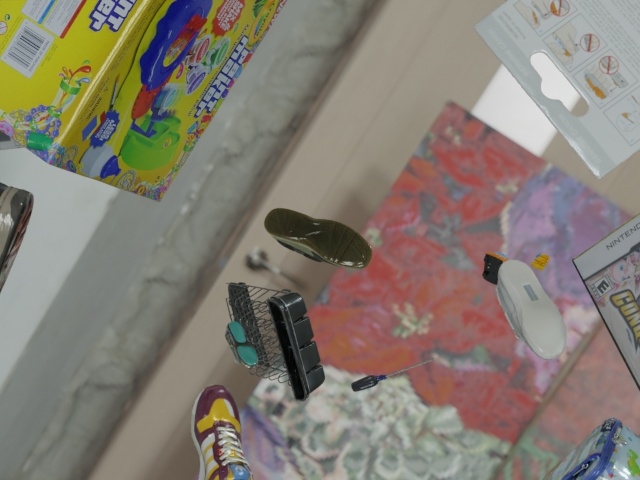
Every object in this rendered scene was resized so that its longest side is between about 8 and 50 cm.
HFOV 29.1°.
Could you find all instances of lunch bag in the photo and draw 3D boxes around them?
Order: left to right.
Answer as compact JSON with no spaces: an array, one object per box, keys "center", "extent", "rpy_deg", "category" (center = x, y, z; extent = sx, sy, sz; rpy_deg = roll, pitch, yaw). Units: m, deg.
[{"center":[0.383,0.372,1.811],"extent":[0.090,0.219,0.176],"rpy_deg":[41,34,4],"category":"lunch bag"}]

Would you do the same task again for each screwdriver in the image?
[{"center":[0.139,0.257,2.351],"extent":[0.024,0.170,0.025],"rpy_deg":[-36,110,-79],"category":"screwdriver"}]

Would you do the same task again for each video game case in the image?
[{"center":[0.510,0.076,1.722],"extent":[0.035,0.248,0.274],"rpy_deg":[8,51,-48],"category":"video game case"}]

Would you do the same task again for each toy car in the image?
[{"center":[0.310,0.043,1.931],"extent":[0.122,0.060,0.040],"rpy_deg":[8,37,39],"category":"toy car"}]

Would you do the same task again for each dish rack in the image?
[{"center":[-0.104,0.182,2.359],"extent":[0.074,0.208,0.272],"rpy_deg":[-25,19,-33],"category":"dish rack"}]

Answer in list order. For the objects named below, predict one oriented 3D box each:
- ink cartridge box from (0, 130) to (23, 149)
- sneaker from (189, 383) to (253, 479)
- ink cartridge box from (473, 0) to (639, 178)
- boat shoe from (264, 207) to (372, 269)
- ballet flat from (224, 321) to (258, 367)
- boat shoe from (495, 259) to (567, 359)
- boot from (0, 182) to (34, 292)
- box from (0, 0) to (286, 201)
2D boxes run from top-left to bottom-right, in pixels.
[{"center":[-0.515,-0.183,2.085],"extent":[0.189,0.066,0.232],"rpy_deg":[-9,4,-19],"category":"ink cartridge box"},{"center":[-0.115,0.270,1.530],"extent":[0.070,0.185,0.084],"rpy_deg":[3,-10,-35],"category":"sneaker"},{"center":[0.471,-0.305,1.856],"extent":[0.308,0.385,0.091],"rpy_deg":[53,-4,13],"category":"ink cartridge box"},{"center":[-0.001,0.001,2.388],"extent":[0.224,0.080,0.073],"rpy_deg":[20,-14,13],"category":"boat shoe"},{"center":[-0.137,0.189,2.125],"extent":[0.041,0.041,0.114],"rpy_deg":[25,25,-39],"category":"ballet flat"},{"center":[0.298,0.110,1.784],"extent":[0.066,0.063,0.184],"rpy_deg":[-8,46,-21],"category":"boat shoe"},{"center":[-0.608,0.043,1.764],"extent":[0.284,0.377,0.138],"rpy_deg":[26,13,-6],"category":"boot"},{"center":[-0.217,-0.224,1.336],"extent":[0.177,0.290,0.279],"rpy_deg":[34,4,16],"category":"box"}]
